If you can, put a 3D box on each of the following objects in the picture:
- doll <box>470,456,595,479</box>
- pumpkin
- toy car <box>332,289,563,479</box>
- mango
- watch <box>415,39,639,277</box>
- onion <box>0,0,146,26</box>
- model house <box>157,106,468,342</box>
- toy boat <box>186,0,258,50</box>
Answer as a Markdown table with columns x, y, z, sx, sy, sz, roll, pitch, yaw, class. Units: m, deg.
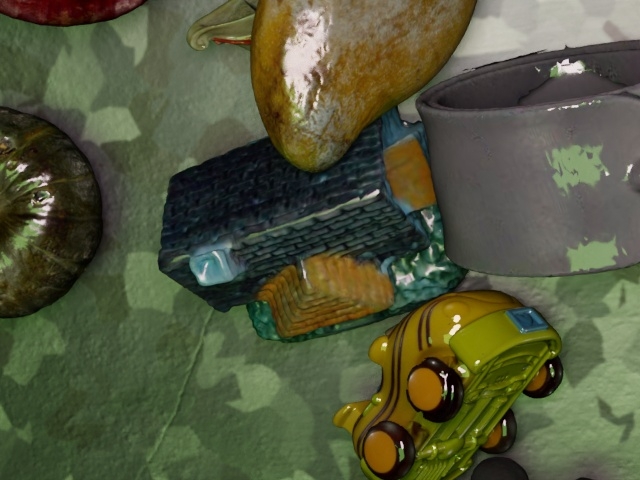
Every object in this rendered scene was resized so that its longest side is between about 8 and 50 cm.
| x | y | z | sx | sy | sz | roll | pitch | yaw | class |
| --- | --- | --- | --- | --- | --- | --- | --- | --- | --- |
| 0.197 | 0.312 | 1.452 | 0.234 | 0.135 | 0.143 | 15 | 134 | 11 | doll |
| -0.336 | -0.029 | 1.496 | 0.223 | 0.157 | 0.224 | 0 | 92 | 8 | pumpkin |
| 0.119 | 0.140 | 1.435 | 0.142 | 0.200 | 0.248 | 49 | 119 | 28 | toy car |
| 0.035 | -0.210 | 1.338 | 0.193 | 0.146 | 0.316 | 36 | 73 | -18 | mango |
| 0.268 | -0.085 | 1.308 | 0.327 | 0.335 | 0.314 | -1 | 109 | 31 | watch |
| -0.242 | -0.343 | 1.351 | 0.273 | 0.285 | 0.273 | 1 | 86 | -21 | onion |
| 0.000 | 0.000 | 1.392 | 0.261 | 0.241 | 0.226 | -20 | 95 | 15 | model house |
| -0.049 | -0.243 | 1.424 | 0.185 | 0.089 | 0.071 | -44 | 127 | 4 | toy boat |
